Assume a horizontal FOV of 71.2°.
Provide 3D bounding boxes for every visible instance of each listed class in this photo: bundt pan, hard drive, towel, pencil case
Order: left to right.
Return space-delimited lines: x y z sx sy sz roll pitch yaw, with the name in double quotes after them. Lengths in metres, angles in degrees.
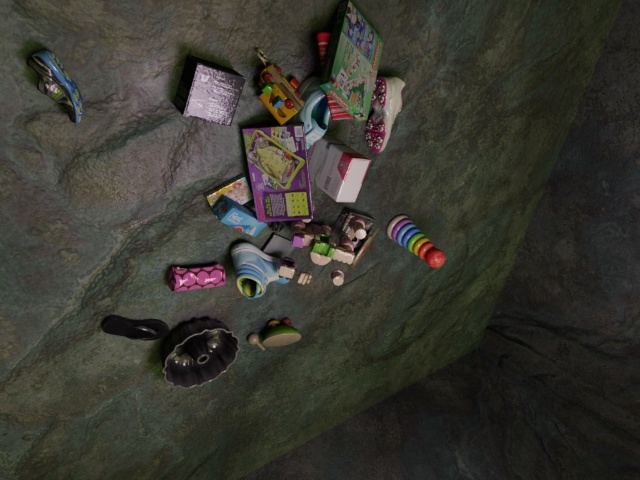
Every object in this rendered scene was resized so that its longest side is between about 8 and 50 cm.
-0.465 0.136 1.689 0.209 0.095 0.098 -5 104 -39 "pencil case"
-0.512 0.457 1.878 0.331 0.124 0.330 -20 133 -24 "bundt pan"
-0.176 0.028 1.878 0.135 0.022 0.094 25 105 -47 "hard drive"
0.076 -0.545 1.487 0.199 0.031 0.274 -21 105 -47 "towel"

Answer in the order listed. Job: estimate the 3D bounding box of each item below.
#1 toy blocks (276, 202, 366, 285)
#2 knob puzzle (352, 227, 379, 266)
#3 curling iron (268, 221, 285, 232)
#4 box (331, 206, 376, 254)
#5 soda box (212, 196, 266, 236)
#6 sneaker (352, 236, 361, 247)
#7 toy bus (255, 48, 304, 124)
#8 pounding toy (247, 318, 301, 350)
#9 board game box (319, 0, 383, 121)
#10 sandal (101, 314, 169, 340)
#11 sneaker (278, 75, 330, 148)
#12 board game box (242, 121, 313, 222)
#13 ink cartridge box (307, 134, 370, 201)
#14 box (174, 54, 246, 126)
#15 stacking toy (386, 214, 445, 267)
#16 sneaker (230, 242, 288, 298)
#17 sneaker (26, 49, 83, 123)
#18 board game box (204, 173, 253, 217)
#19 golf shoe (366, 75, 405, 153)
0.000 0.000 1.838 0.289 0.260 0.308 17 111 -10 "toy blocks"
0.188 0.043 2.058 0.213 0.030 0.213 -53 169 -15 "knob puzzle"
-0.174 -0.148 1.724 0.068 0.035 0.273 3 124 4 "curling iron"
0.127 -0.026 2.052 0.183 0.056 0.231 15 112 -44 "box"
-0.291 -0.083 1.632 0.071 0.067 0.210 -45 150 10 "soda box"
0.135 0.024 2.029 0.109 0.040 0.043 -40 136 -18 "sneaker"
-0.150 -0.472 1.434 0.104 0.202 0.191 -30 155 31 "toy bus"
-0.214 0.431 2.133 0.237 0.110 0.183 -17 151 12 "pounding toy"
0.109 -0.585 1.466 0.214 0.046 0.317 30 67 -46 "board game box"
-0.696 0.344 1.692 0.255 0.054 0.097 18 110 -45 "sandal"
-0.059 -0.378 1.550 0.135 0.150 0.365 6 117 -39 "sneaker"
-0.141 -0.230 1.558 0.208 0.056 0.346 -5 119 1 "board game box"
0.051 -0.271 1.661 0.100 0.237 0.171 -3 124 -40 "ink cartridge box"
-0.329 -0.441 1.329 0.156 0.093 0.158 4 120 -40 "box"
0.470 0.011 2.147 0.141 0.330 0.141 -21 133 -25 "stacking toy"
-0.230 0.160 1.787 0.127 0.208 0.319 -31 140 27 "sneaker"
-0.669 -0.385 1.137 0.078 0.067 0.188 -15 136 -1 "sneaker"
-0.327 -0.159 1.605 0.154 0.026 0.103 -32 137 -15 "board game box"
0.262 -0.489 1.751 0.140 0.115 0.306 -21 134 -29 "golf shoe"
